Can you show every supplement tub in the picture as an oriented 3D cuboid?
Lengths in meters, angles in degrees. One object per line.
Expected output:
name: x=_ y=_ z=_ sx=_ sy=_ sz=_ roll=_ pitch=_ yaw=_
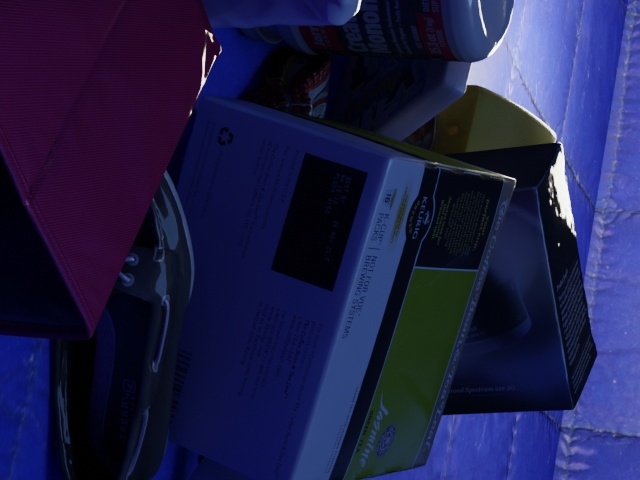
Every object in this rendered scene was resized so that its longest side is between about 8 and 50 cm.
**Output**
supplement tub: x=0.057 y=-0.288 z=1.774 sx=0.191 sy=0.272 sz=0.191 roll=5 pitch=90 yaw=-69

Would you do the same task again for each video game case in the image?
video game case: x=0.108 y=-0.242 z=2.001 sx=0.329 sy=0.036 sz=0.300 roll=-35 pitch=-146 yaw=59

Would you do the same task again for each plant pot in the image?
plant pot: x=0.178 y=-0.104 z=2.321 sx=0.187 sy=0.212 sz=0.212 roll=45 pitch=53 yaw=-50

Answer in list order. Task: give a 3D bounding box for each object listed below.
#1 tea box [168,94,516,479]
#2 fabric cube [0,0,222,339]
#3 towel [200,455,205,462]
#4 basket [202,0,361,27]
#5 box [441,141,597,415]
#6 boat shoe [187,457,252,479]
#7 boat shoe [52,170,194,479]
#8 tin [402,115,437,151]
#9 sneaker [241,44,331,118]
tea box: x=0.002 y=0.052 z=1.686 sx=0.323 sy=0.220 sz=0.329 roll=7 pitch=102 yaw=-62
fabric cube: x=-0.240 y=-0.125 z=1.031 sx=0.259 sy=0.254 sz=0.258 roll=74 pitch=28 yaw=-47
towel: x=-0.079 y=0.214 z=1.943 sx=0.237 sy=0.021 sz=0.102 roll=25 pitch=74 yaw=-70
basket: x=-0.116 y=-0.358 z=1.207 sx=0.266 sy=0.328 sz=0.331 roll=-67 pitch=155 yaw=-48
box: x=0.167 y=0.053 z=2.102 sx=0.183 sy=0.296 sz=0.294 roll=-47 pitch=129 yaw=-63
boat shoe: x=-0.100 y=0.355 z=1.799 sx=0.105 sy=0.113 sz=0.306 roll=-5 pitch=103 yaw=-77
boat shoe: x=-0.179 y=0.082 z=1.482 sx=0.095 sy=0.112 sz=0.335 roll=-49 pitch=145 yaw=-65
tin: x=0.102 y=-0.184 z=2.202 sx=0.040 sy=0.106 sz=0.190 roll=-34 pitch=130 yaw=-81
sneaker: x=-0.037 y=-0.128 z=1.852 sx=0.225 sy=0.088 sz=0.093 roll=-58 pitch=151 yaw=-49
